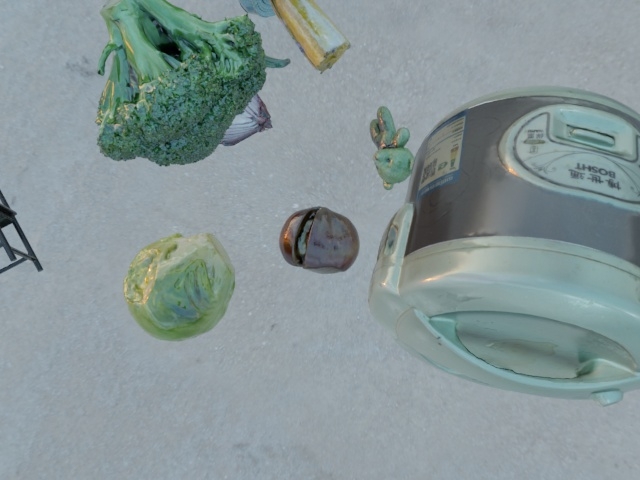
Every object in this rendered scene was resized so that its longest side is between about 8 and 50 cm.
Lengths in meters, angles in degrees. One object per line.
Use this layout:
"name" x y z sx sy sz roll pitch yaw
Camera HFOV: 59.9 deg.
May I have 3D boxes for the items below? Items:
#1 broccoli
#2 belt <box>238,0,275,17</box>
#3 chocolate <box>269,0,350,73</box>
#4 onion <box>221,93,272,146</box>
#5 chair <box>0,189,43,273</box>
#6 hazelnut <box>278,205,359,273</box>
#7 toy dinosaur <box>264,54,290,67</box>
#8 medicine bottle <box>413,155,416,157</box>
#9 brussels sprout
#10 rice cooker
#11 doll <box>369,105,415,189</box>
"broccoli" -0.205 -0.219 0.755 0.261 0.269 0.242 -33 126 -4
"belt" -0.152 -0.644 1.384 0.082 0.147 0.163 27 134 23
"chocolate" -0.041 -0.414 1.009 0.085 0.085 0.219 -38 89 4
"onion" -0.289 -0.408 1.803 0.283 0.120 0.227 19 91 -5
"chair" -0.688 -0.034 1.102 0.141 0.154 0.260 -30 82 -11
"hazelnut" 0.000 0.000 1.738 0.251 0.217 0.217 13 93 11
"toy dinosaur" -0.221 -0.383 1.201 0.291 0.079 0.120 16 87 4
"medicine bottle" 0.278 -0.204 1.495 0.191 0.051 0.051 -5 92 -35
"brussels sprout" -0.410 0.137 1.644 0.344 0.268 0.344 -2 100 -11
"rice cooker" 0.208 0.016 0.571 0.288 0.288 0.277 18 62 3
"doll" 0.122 -0.174 1.047 0.077 0.115 0.150 -1 63 -31
